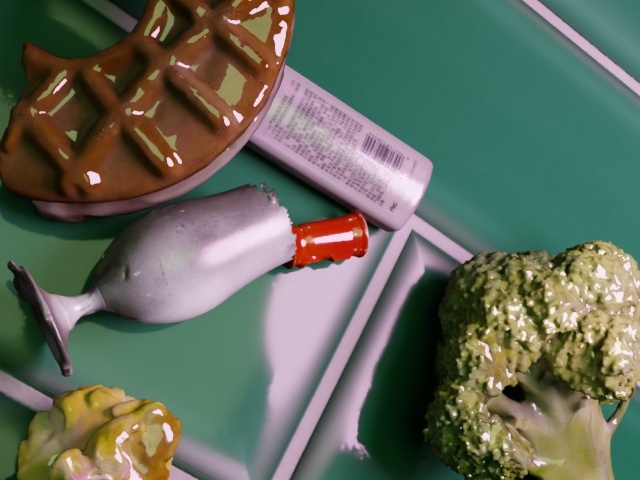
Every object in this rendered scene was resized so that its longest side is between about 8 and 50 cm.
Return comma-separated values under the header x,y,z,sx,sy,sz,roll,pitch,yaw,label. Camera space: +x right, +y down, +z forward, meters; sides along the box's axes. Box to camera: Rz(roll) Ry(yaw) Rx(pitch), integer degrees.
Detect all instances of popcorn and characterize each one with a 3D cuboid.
x,y,z,sx,sy,sz,roll,pitch,yaw,label
-0.172,0.187,0.595,0.126,0.126,0.145,58,45,-30,popcorn

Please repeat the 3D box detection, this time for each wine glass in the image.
x,y,z,sx,sy,sz,roll,pitch,yaw,label
-0.134,0.023,0.652,0.222,0.103,0.103,-24,89,-26,wine glass

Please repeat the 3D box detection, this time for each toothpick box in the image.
x,y,z,sx,sy,sz,roll,pitch,yaw,label
0.000,0.000,0.741,0.083,0.047,0.047,-10,83,-23,toothpick box

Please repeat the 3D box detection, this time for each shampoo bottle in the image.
x,y,z,sx,sy,sz,roll,pitch,yaw,label
-0.001,-0.098,0.754,0.227,0.056,0.086,30,75,-14,shampoo bottle

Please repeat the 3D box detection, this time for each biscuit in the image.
x,y,z,sx,sy,sz,roll,pitch,yaw,label
-0.155,-0.210,0.648,0.268,0.115,0.367,-9,87,-1,biscuit

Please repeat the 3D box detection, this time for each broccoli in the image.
x,y,z,sx,sy,sz,roll,pitch,yaw,label
0.221,0.144,0.728,0.254,0.186,0.302,6,71,-31,broccoli
